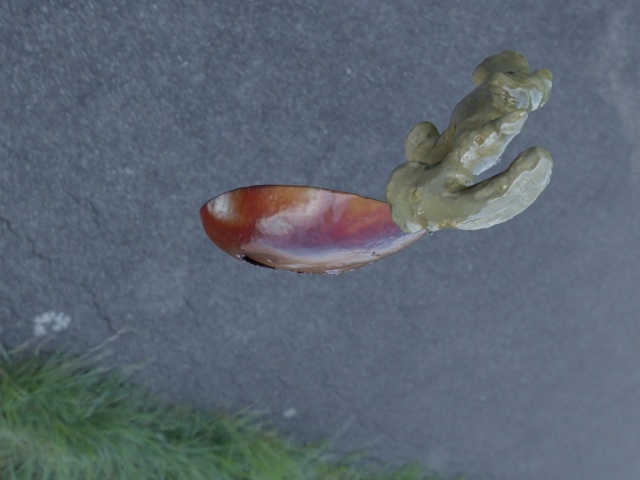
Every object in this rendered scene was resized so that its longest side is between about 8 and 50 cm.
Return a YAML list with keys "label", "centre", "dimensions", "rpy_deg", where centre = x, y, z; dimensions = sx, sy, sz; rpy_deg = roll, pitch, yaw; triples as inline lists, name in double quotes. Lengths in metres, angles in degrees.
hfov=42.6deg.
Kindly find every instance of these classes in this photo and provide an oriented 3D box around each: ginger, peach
- label: "ginger"
  centre: [0.126, -0.094, 0.704]
  dimensions: [0.149, 0.258, 0.065]
  rpy_deg: [-21, 120, 27]
- label: "peach"
  centre: [-0.002, 0.004, 0.897]
  dimensions: [0.189, 0.279, 0.068]
  rpy_deg: [37, 57, -59]
